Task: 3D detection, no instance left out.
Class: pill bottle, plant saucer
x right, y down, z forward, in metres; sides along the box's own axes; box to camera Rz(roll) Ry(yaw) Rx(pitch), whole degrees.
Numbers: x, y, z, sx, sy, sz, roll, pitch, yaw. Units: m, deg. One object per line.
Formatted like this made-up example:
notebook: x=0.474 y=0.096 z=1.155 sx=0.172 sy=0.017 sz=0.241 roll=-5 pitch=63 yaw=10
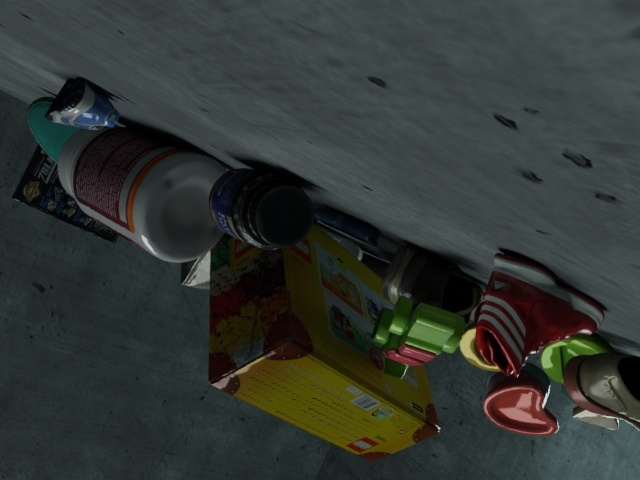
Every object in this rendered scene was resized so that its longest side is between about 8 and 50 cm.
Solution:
pill bottle: x=-0.383 y=-0.116 z=1.342 sx=0.392 sy=0.224 sz=0.224 roll=24 pitch=177 yaw=40
plant saucer: x=0.220 y=0.065 z=1.553 sx=0.067 sy=0.018 sz=0.192 roll=27 pitch=178 yaw=-36
pill bottle: x=-0.095 y=-0.051 z=1.013 sx=0.123 sy=0.122 sz=0.219 roll=27 pitch=177 yaw=-25

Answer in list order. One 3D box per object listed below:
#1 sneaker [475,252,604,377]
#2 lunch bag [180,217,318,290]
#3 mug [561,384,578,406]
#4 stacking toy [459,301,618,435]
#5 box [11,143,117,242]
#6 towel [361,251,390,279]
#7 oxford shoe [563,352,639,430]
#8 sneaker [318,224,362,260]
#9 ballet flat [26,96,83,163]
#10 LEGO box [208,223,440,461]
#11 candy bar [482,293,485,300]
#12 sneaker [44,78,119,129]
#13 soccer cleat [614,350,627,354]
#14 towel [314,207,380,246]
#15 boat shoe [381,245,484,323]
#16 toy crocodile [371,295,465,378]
sneaker: x=0.256 y=0.107 z=0.771 sx=0.221 sy=0.128 sz=0.087 roll=27 pitch=177 yaw=-35
lunch bag: x=-0.169 y=-0.004 z=1.480 sx=0.235 sy=0.287 sz=0.168 roll=17 pitch=-136 yaw=-28
mug: x=0.586 y=0.284 z=1.321 sx=0.130 sy=0.097 sz=0.158 roll=-21 pitch=-156 yaw=-39
stacking toy: x=0.449 y=0.245 z=1.277 sx=0.280 sy=0.130 sz=0.308 roll=-4 pitch=124 yaw=27
box: x=-0.648 y=-0.182 z=1.763 sx=0.294 sy=0.295 sz=0.073 roll=25 pitch=175 yaw=-10
towel: x=0.088 y=0.089 z=1.789 sx=0.317 sy=0.053 sz=0.332 roll=23 pitch=-165 yaw=20
oxford shoe: x=0.595 y=0.273 z=1.072 sx=0.349 sy=0.122 sz=0.130 roll=15 pitch=157 yaw=-14
sneaker: x=0.000 y=0.000 z=1.666 sx=0.235 sy=0.090 sz=0.095 roll=24 pitch=168 yaw=7
ballet flat: x=-0.520 y=-0.189 z=1.629 sx=0.483 sy=0.164 sz=0.182 roll=37 pitch=-166 yaw=-3
LEGO box: x=0.010 y=0.194 z=1.333 sx=0.500 sy=0.193 sz=0.372 roll=39 pitch=-151 yaw=-37
candy bar: x=0.374 y=0.132 z=1.413 sx=0.162 sy=0.018 sz=0.040 roll=25 pitch=-179 yaw=2
sneaker: x=-0.400 y=-0.217 z=1.057 sx=0.081 sy=0.080 sz=0.211 roll=31 pitch=176 yaw=-33
soccer cleat: x=0.584 y=0.235 z=1.262 sx=0.083 sy=0.035 sz=0.029 roll=25 pitch=177 yaw=8
towel: x=0.049 y=-0.028 z=1.148 sx=0.120 sy=0.029 sz=0.067 roll=25 pitch=178 yaw=23
boat shoe: x=0.235 y=0.118 z=1.212 sx=0.130 sy=0.132 sz=0.355 roll=22 pitch=176 yaw=32
toy crocodile: x=0.160 y=0.172 z=1.100 sx=0.115 sy=0.105 sz=0.340 roll=20 pitch=163 yaw=-1
